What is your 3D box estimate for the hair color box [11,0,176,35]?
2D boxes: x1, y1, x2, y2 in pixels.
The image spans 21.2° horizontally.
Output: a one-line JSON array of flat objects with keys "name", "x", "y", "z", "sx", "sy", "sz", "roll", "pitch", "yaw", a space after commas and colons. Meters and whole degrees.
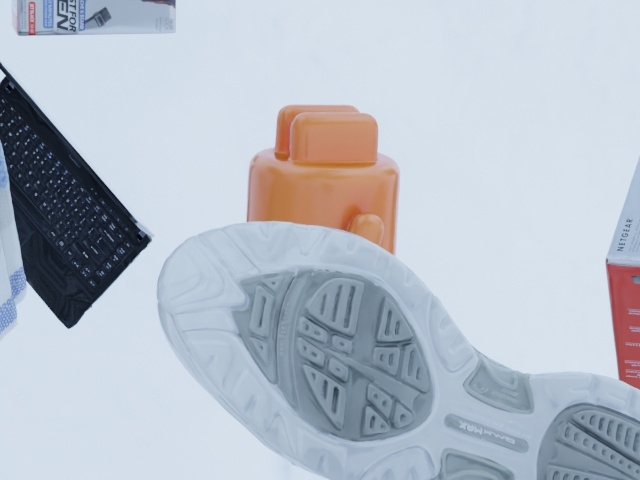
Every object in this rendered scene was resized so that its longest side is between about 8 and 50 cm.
[{"name": "hair color box", "x": -0.236, "y": -0.264, "z": 1.782, "sx": 0.167, "sy": 0.053, "sz": 0.093, "roll": -4, "pitch": 110, "yaw": -17}]

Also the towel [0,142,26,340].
[{"name": "towel", "x": -0.215, "y": -0.016, "z": 0.764, "sx": 0.034, "sy": 0.209, "sz": 0.285, "roll": 14, "pitch": 133, "yaw": 21}]

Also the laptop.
[{"name": "laptop", "x": -0.296, "y": -0.048, "z": 1.729, "sx": 0.234, "sy": 0.136, "sz": 0.264, "roll": 49, "pitch": 124, "yaw": 5}]

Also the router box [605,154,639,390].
[{"name": "router box", "x": 0.385, "y": 0.030, "z": 1.796, "sx": 0.082, "sy": 0.335, "sz": 0.301, "roll": 4, "pitch": 131, "yaw": 22}]

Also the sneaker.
[{"name": "sneaker", "x": 0.027, "y": 0.070, "z": 0.689, "sx": 0.232, "sy": 0.090, "sz": 0.115, "roll": 30, "pitch": 162, "yaw": -17}]

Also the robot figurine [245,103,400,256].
[{"name": "robot figurine", "x": 0.000, "y": 0.000, "z": 1.400, "sx": 0.158, "sy": 0.128, "sz": 0.219, "roll": 12, "pitch": 106, "yaw": 33}]
